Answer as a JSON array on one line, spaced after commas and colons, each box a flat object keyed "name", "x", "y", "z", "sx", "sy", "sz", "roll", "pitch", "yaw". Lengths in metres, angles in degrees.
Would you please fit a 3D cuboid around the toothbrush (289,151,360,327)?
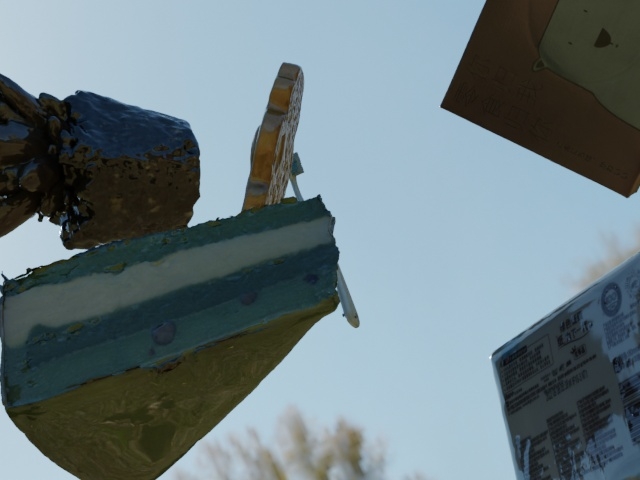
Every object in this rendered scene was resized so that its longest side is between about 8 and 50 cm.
[{"name": "toothbrush", "x": 0.000, "y": 0.000, "z": 2.185, "sx": 0.026, "sy": 0.263, "sz": 0.022, "roll": -28, "pitch": -20, "yaw": 24}]

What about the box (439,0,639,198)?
[{"name": "box", "x": 0.259, "y": -0.183, "z": 1.611, "sx": 0.215, "sy": 0.215, "sz": 0.086, "roll": -68, "pitch": -13, "yaw": 20}]

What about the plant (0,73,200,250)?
[{"name": "plant", "x": -0.316, "y": -0.097, "z": 2.037, "sx": 0.320, "sy": 0.182, "sz": 0.194, "roll": 3, "pitch": -56, "yaw": -22}]

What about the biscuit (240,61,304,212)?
[{"name": "biscuit", "x": -0.052, "y": -0.063, "z": 1.641, "sx": 0.040, "sy": 0.236, "sz": 0.144, "roll": 9, "pitch": -12, "yaw": 1}]

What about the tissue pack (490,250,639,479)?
[{"name": "tissue pack", "x": 0.244, "y": 0.109, "z": 1.128, "sx": 0.145, "sy": 0.159, "sz": 0.229, "roll": 2, "pitch": -26, "yaw": -28}]

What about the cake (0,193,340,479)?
[{"name": "cake", "x": -0.099, "y": 0.088, "z": 1.339, "sx": 0.283, "sy": 0.158, "sz": 0.172, "roll": -18, "pitch": -45, "yaw": 6}]
